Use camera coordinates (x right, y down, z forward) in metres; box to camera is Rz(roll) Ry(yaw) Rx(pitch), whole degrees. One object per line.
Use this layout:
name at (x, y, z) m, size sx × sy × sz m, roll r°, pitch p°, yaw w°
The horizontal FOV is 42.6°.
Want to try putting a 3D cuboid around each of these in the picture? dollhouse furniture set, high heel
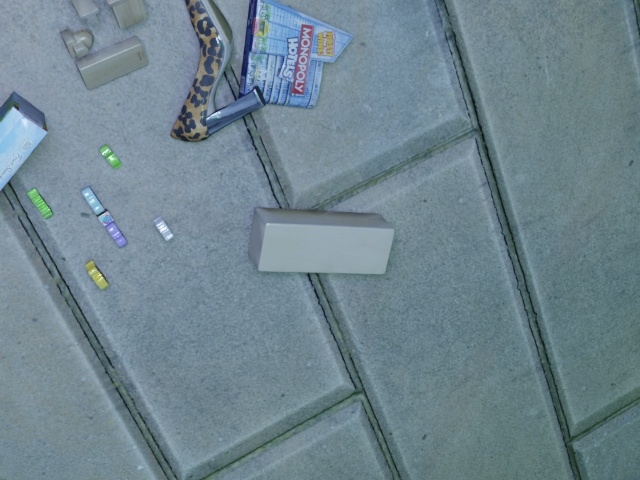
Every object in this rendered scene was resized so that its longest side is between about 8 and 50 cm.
dollhouse furniture set at (-0.373, -0.374, 1.394) m, size 0.144 × 0.123 × 0.151 m, roll -27°, pitch 149°, yaw -11°
high heel at (-0.234, -0.311, 1.450) m, size 0.186 × 0.093 × 0.261 m, roll -24°, pitch 99°, yaw 14°

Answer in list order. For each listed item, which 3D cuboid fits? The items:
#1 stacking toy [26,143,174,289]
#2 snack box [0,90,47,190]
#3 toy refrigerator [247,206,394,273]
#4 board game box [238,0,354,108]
stacking toy at (-0.391, -0.042, 1.480) m, size 0.167 × 0.052 × 0.221 m, roll -35°, pitch 115°, yaw -8°
snack box at (-0.517, -0.142, 1.311) m, size 0.070 × 0.207 × 0.174 m, roll 39°, pitch 91°, yaw -27°
toy refrigerator at (0.000, 0.000, 1.626) m, size 0.269 × 0.094 × 0.102 m, roll 2°, pitch 113°, yaw -21°
board game box at (-0.042, -0.342, 1.515) m, size 0.194 × 0.060 × 0.194 m, roll 2°, pitch 106°, yaw -21°
